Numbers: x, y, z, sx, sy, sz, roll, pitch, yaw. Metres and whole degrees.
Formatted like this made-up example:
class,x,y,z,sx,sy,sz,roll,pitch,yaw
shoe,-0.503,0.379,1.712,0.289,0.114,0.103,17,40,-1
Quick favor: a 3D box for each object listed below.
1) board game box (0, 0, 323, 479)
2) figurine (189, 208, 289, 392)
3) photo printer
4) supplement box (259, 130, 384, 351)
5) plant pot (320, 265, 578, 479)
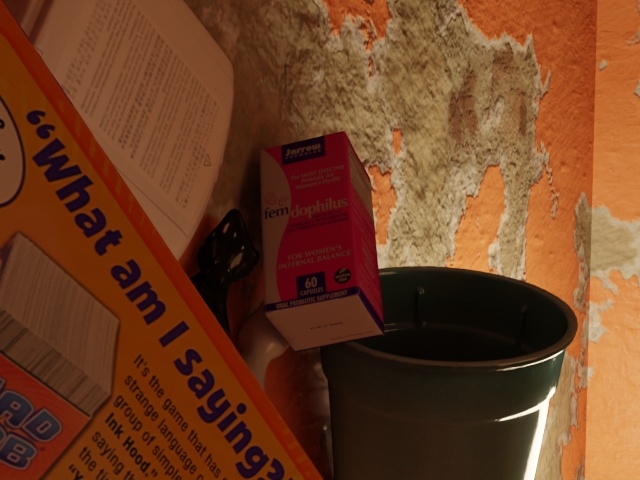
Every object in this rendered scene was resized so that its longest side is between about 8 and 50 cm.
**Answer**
class,x,y,z,sx,sy,sz,roll,pitch,yaw
board game box,-0.266,0.159,0.530,0.357,0.356,0.356,59,40,-20
figurine,-0.098,0.106,1.221,0.209,0.092,0.215,-66,146,-42
photo printer,-0.191,-0.121,0.998,0.307,0.107,0.256,49,51,-53
supplement box,0.000,0.000,1.286,0.114,0.111,0.220,57,24,-55
plant pot,0.152,0.244,1.468,0.341,0.341,0.334,-31,127,-57
